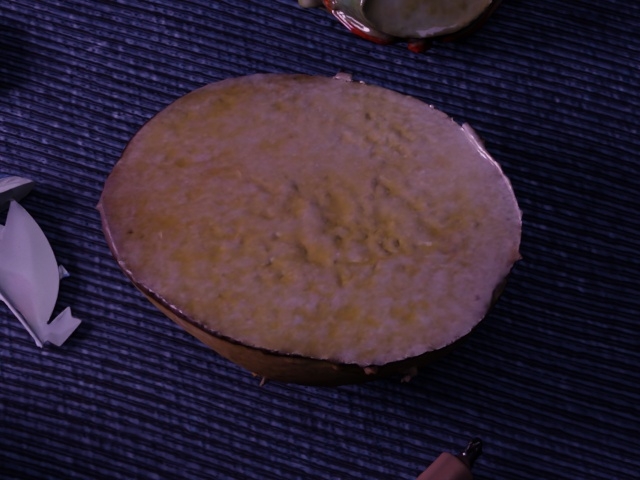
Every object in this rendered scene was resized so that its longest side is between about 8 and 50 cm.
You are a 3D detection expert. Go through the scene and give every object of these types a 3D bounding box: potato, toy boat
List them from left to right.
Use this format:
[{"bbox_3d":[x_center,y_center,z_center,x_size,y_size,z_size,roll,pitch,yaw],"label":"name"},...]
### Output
[{"bbox_3d":[-0.228,0.004,1.140,0.149,0.034,0.105,27,73,10],"label":"toy boat"},{"bbox_3d":[0.000,0.000,1.105,0.299,0.116,0.239,18,64,18],"label":"potato"},{"bbox_3d":[0.076,-0.190,1.200,0.185,0.071,0.089,-4,111,-2],"label":"toy boat"}]

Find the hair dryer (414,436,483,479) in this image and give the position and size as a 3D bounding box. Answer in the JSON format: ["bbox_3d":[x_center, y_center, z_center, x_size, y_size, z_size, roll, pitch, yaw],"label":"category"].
[{"bbox_3d":[0.054,0.202,1.058,0.117,0.064,0.182,43,69,13],"label":"hair dryer"}]
